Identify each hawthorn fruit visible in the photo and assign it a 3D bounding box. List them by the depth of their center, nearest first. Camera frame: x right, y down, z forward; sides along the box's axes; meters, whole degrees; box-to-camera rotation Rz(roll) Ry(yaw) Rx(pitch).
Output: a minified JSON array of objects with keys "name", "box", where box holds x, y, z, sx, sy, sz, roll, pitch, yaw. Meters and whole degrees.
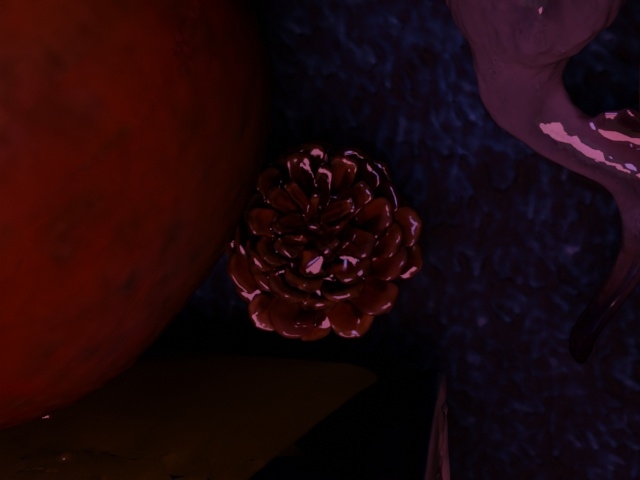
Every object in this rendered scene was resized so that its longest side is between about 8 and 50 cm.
[{"name":"hawthorn fruit","box":[-0.132,-0.075,0.459,0.298,0.277,0.277,-37,100,12]}]

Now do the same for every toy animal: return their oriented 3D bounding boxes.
[{"name":"toy animal","box":[0.092,-0.116,0.484,0.195,0.090,0.324,-36,98,35]}]

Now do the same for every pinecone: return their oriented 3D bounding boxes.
[{"name":"pinecone","box":[-0.004,-0.001,0.537,0.102,0.109,0.102,-5,75,17]}]

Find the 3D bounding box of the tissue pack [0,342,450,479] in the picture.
[{"name":"tissue pack","box":[-0.141,0.202,0.550,0.416,0.264,0.253,3,122,10]}]
